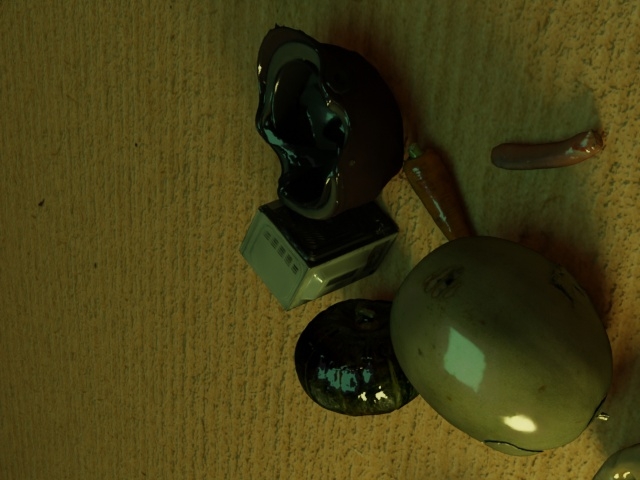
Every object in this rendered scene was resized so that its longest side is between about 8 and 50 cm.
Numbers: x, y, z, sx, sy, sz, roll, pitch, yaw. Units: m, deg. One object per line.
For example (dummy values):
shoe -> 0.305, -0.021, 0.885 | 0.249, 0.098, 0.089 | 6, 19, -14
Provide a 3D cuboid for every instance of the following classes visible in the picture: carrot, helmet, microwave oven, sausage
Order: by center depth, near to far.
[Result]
sausage -> 0.310, -0.122, 1.475 | 0.177, 0.040, 0.047 | -2, 99, 49
carrot -> 0.200, -0.037, 1.640 | 0.061, 0.061, 0.257 | -24, 98, 51
helmet -> 0.027, -0.189, 1.661 | 0.225, 0.177, 0.305 | -13, 87, 61
microwave oven -> 0.000, 0.000, 1.751 | 0.162, 0.208, 0.122 | 49, 137, 21

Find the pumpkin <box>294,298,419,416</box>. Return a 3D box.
pumpkin -> 0.070, 0.183, 1.742 | 0.238, 0.238, 0.159 | 9, 117, 46

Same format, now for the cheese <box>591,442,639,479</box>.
cheese -> 0.466, 0.374, 1.470 | 0.218, 0.117, 0.235 | 13, 117, 47

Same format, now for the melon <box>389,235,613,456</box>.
melon -> 0.258, 0.145, 1.483 | 0.330, 0.268, 0.268 | 42, 135, 15
